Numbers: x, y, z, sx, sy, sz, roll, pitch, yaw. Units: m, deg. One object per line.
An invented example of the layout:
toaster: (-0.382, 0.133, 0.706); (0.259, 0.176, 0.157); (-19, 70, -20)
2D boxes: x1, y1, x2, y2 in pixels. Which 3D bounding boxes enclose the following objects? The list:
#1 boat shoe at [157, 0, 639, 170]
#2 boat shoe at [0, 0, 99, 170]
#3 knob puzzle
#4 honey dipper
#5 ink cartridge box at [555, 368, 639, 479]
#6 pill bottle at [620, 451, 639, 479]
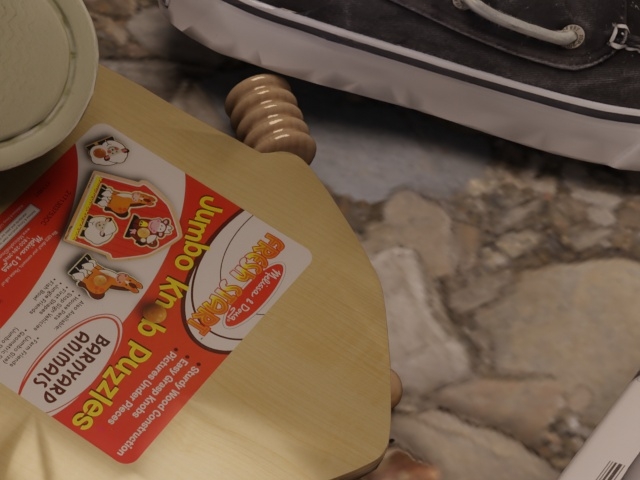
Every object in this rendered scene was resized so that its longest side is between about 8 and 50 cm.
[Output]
boat shoe: (0.085, -0.113, 0.835); (0.301, 0.102, 0.108); (14, 39, -11)
boat shoe: (-0.243, -0.100, 0.754); (0.340, 0.113, 0.127); (9, 92, 4)
knob puzzle: (-0.060, 0.035, 0.728); (0.213, 0.030, 0.213); (5, 52, -7)
honey dipper: (0.000, 0.000, 0.779); (0.030, 0.030, 0.160); (-9, 54, -21)
ink cartridge box: (0.173, 0.104, 0.664); (0.159, 0.092, 0.218); (19, 46, 29)
pill bottle: (0.109, 0.176, 0.455); (0.182, 0.323, 0.181); (7, 49, -8)
